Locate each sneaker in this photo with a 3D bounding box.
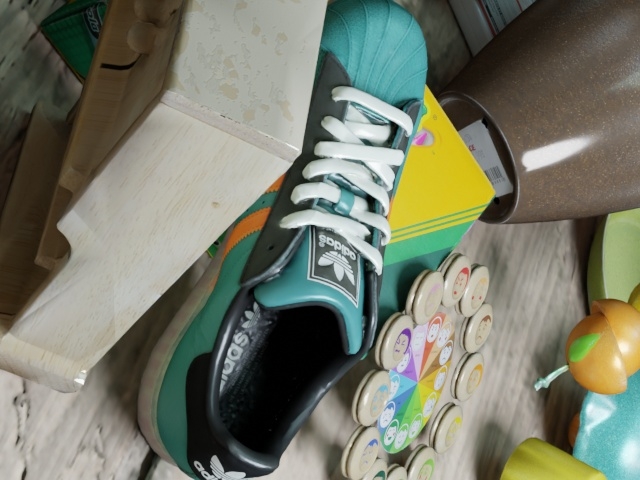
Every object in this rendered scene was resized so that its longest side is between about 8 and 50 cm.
[{"bbox_3d":[0.000,0.000,1.031,0.108,0.121,0.302,25,83,-25],"label":"sneaker"}]

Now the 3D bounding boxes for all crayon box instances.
[{"bbox_3d":[-0.025,-0.080,1.147,0.165,0.081,0.278,-49,114,-31],"label":"crayon box"}]

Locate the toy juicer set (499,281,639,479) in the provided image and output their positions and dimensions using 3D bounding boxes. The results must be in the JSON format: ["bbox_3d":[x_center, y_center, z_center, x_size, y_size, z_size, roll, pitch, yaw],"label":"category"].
[{"bbox_3d":[0.244,0.120,1.409,0.329,0.089,0.209,8,97,-56],"label":"toy juicer set"}]

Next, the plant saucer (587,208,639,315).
[{"bbox_3d":[0.295,0.073,1.578,0.241,0.037,0.241,28,51,-42],"label":"plant saucer"}]

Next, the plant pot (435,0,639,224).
[{"bbox_3d":[0.204,-0.104,1.400,0.230,0.215,0.215,-26,95,-27],"label":"plant pot"}]

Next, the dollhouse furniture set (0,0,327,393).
[{"bbox_3d":[-0.229,-0.118,0.879,0.394,0.256,0.362,24,51,-19],"label":"dollhouse furniture set"}]

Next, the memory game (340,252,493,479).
[{"bbox_3d":[0.067,0.096,1.192,0.186,0.012,0.186,-41,142,-43],"label":"memory game"}]

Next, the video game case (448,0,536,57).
[{"bbox_3d":[0.214,-0.170,1.605,0.285,0.025,0.204,-29,96,-55],"label":"video game case"}]
